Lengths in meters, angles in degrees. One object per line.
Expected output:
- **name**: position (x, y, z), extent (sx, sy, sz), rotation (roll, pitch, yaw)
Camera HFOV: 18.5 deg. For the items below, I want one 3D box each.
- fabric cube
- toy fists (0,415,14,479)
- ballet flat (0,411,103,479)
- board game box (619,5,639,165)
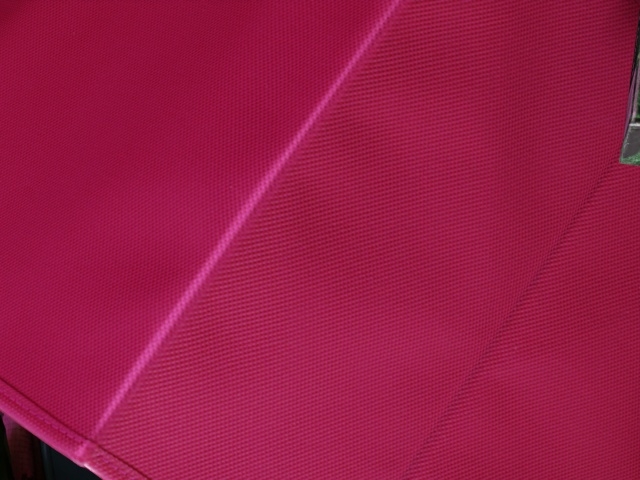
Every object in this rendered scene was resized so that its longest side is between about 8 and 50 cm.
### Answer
- **fabric cube**: position (0.000, 0.000, 0.803), extent (0.254, 0.259, 0.258), rotation (22, 75, 52)
- **toy fists**: position (-0.204, 0.188, 0.915), extent (0.142, 0.096, 0.279), rotation (54, 131, 52)
- **ballet flat**: position (-0.128, 0.158, 0.954), extent (0.079, 0.077, 0.221), rotation (-47, 40, 36)
- **board game box**: position (0.238, -0.067, 0.669), extent (0.259, 0.030, 0.136), rotation (9, 63, 3)
